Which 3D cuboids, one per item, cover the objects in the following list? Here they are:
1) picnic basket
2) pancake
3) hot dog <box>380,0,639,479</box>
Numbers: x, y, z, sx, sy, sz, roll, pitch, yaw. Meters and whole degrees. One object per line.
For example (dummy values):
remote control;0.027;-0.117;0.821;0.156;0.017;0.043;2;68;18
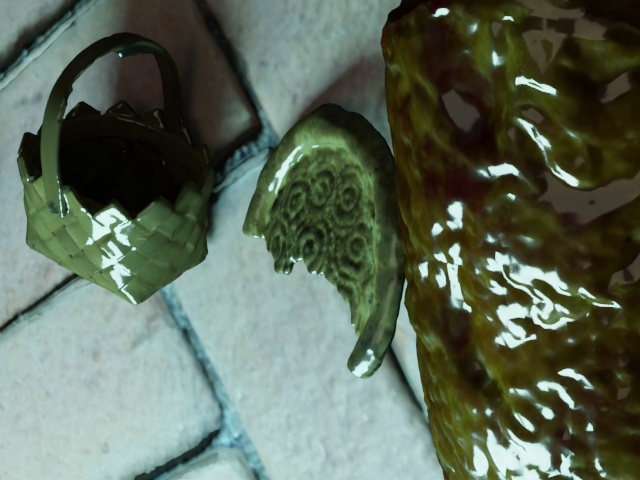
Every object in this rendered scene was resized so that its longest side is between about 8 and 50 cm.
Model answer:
picnic basket;-0.143;-0.059;1.058;0.137;0.128;0.179;25;127;27
pancake;0.000;0.000;0.995;0.190;0.020;0.184;-9;80;57
hot dog;0.157;0.013;0.837;0.267;0.174;0.388;9;118;37
